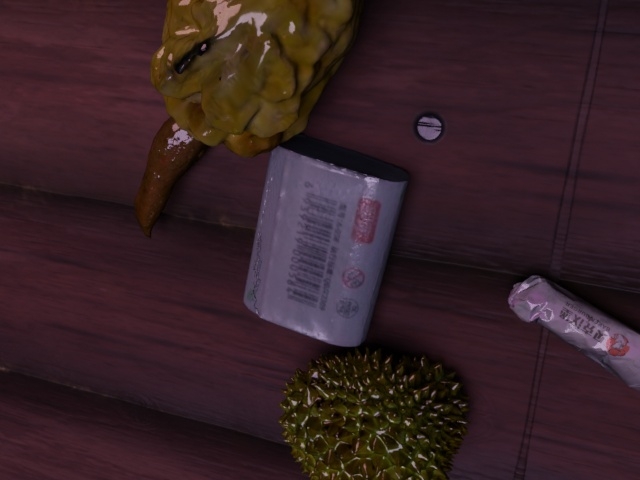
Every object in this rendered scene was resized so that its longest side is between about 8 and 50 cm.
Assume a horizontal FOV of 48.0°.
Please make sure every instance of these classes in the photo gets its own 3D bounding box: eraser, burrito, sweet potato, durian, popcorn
[{"bbox_3d":[0.000,0.000,0.885,0.174,0.081,0.227,21,117,17],"label":"eraser"},{"bbox_3d":[0.309,0.107,0.819,0.203,0.064,0.064,30,117,6],"label":"burrito"},{"bbox_3d":[-0.184,-0.114,0.922,0.067,0.067,0.274,35,115,5],"label":"sweet potato"},{"bbox_3d":[0.058,0.233,0.906,0.237,0.176,0.200,2,92,32],"label":"durian"},{"bbox_3d":[-0.066,-0.233,0.751,0.286,0.215,0.252,-53,49,24],"label":"popcorn"}]
